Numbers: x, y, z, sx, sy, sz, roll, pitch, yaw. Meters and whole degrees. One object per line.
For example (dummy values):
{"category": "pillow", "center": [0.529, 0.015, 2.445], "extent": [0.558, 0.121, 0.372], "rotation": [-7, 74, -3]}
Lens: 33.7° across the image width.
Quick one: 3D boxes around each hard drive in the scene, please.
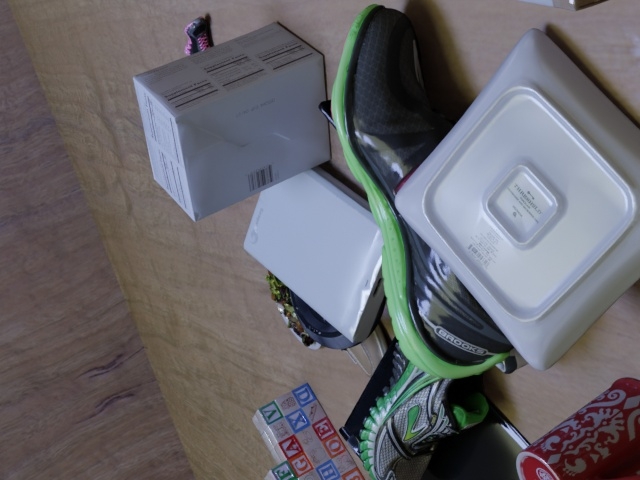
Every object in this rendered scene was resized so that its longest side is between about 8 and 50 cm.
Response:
{"category": "hard drive", "center": [0.000, 0.000, 1.737], "extent": [0.307, 0.040, 0.203], "rotation": [38, 117, 39]}

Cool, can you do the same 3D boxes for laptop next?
{"category": "laptop", "center": [0.241, 0.395, 1.790], "extent": [0.382, 0.236, 0.408], "rotation": [49, -179, 34]}

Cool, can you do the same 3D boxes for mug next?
{"category": "mug", "center": [0.332, 0.247, 1.242], "extent": [0.113, 0.169, 0.150], "rotation": [63, 158, 5]}

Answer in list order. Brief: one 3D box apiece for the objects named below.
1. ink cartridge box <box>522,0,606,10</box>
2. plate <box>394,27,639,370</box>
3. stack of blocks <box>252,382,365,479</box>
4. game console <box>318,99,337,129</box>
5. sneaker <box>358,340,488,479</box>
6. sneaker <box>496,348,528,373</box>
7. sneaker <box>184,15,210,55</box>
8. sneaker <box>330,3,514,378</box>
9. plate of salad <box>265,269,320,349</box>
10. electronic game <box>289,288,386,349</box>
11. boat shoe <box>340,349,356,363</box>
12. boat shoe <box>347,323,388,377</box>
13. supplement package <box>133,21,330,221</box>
{"category": "ink cartridge box", "center": [0.193, -0.341, 1.038], "extent": [0.234, 0.088, 0.193], "rotation": [29, 138, 53]}
{"category": "plate", "center": [0.228, -0.040, 1.146], "extent": [0.277, 0.045, 0.278], "rotation": [51, 123, 21]}
{"category": "stack of blocks", "center": [-0.033, 0.481, 2.270], "extent": [0.297, 0.171, 0.087], "rotation": [59, 157, 14]}
{"category": "game console", "center": [0.048, -0.146, 1.564], "extent": [0.122, 0.107, 0.071], "rotation": [50, 126, 14]}
{"category": "sneaker", "center": [0.163, 0.263, 1.593], "extent": [0.146, 0.134, 0.344], "rotation": [39, 129, 32]}
{"category": "sneaker", "center": [0.204, 0.093, 1.456], "extent": [0.258, 0.091, 0.094], "rotation": [35, 144, 49]}
{"category": "sneaker", "center": [-0.221, -0.369, 1.964], "extent": [0.057, 0.047, 0.119], "rotation": [51, 162, 14]}
{"category": "sneaker", "center": [0.158, -0.073, 1.339], "extent": [0.202, 0.185, 0.483], "rotation": [-17, 91, 30]}
{"category": "plate of salad", "center": [-0.059, 0.134, 2.125], "extent": [0.200, 0.048, 0.200], "rotation": [46, 151, 36]}
{"category": "electronic game", "center": [0.026, 0.068, 1.775], "extent": [0.229, 0.048, 0.229], "rotation": [1, 92, 46]}
{"category": "boat shoe", "center": [0.049, 0.191, 1.965], "extent": [0.100, 0.035, 0.035], "rotation": [50, 154, 29]}
{"category": "boat shoe", "center": [0.018, 0.128, 1.886], "extent": [0.302, 0.098, 0.109], "rotation": [57, 156, 17]}
{"category": "supplement package", "center": [-0.135, -0.190, 1.672], "extent": [0.145, 0.261, 0.204], "rotation": [43, 150, 41]}
